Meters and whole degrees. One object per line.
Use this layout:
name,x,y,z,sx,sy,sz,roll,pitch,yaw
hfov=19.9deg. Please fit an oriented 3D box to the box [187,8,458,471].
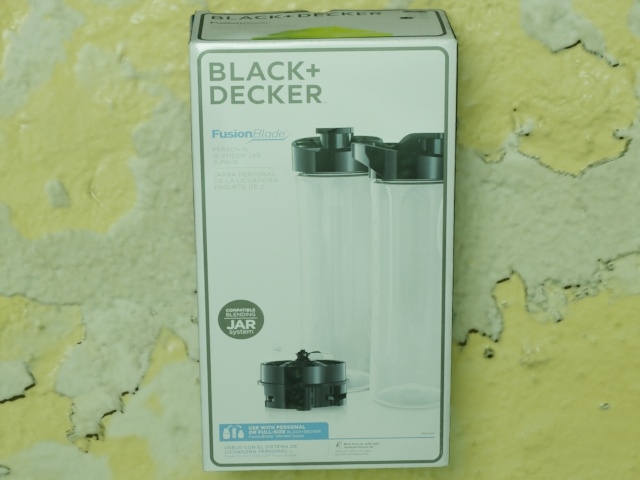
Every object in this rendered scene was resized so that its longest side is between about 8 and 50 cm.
box,0.000,0.000,1.178,0.169,0.087,0.290,0,109,-1
